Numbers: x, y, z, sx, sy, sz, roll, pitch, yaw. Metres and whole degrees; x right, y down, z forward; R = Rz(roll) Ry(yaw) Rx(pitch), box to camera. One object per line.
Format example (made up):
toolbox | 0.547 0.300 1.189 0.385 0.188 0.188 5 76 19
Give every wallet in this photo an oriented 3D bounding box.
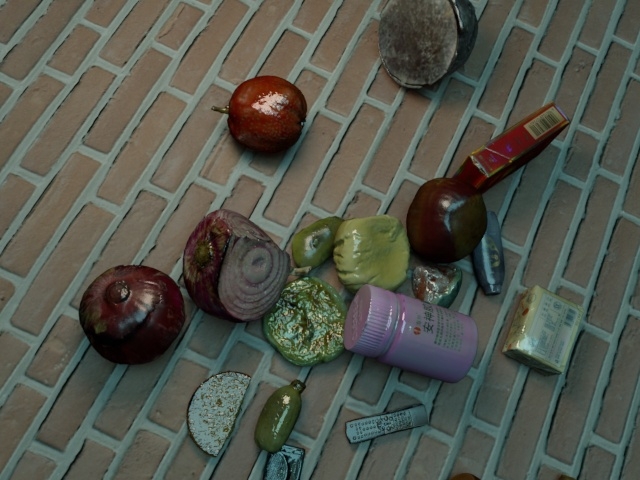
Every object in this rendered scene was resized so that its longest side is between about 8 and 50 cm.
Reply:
wallet | -0.089 0.550 1.450 0.089 0.026 0.129 13 70 -4

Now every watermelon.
watermelon | 0.297 0.123 1.628 0.139 0.071 0.187 41 71 11

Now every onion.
onion | -0.445 0.167 1.444 0.247 0.190 0.246 -3 59 5
onion | -0.224 0.060 1.498 0.231 0.272 0.256 20 67 41

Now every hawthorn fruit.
hawthorn fruit | -0.166 -0.341 1.649 0.254 0.205 0.204 13 70 2

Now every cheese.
cheese | 0.138 0.038 1.585 0.226 0.117 0.213 0 83 -32

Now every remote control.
remote control | 0.164 0.453 1.519 0.212 0.028 0.059 -10 77 -11

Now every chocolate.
chocolate | 0.340 -0.600 1.783 0.213 0.303 0.303 -20 74 -41

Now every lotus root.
lotus root | -0.096 0.412 1.460 0.090 0.077 0.182 13 67 42

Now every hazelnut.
hazelnut | 0.326 -0.049 1.624 0.230 0.229 0.229 2 71 -7

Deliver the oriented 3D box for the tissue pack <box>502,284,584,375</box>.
tissue pack | 0.584 0.239 1.614 0.148 0.092 0.196 27 69 1

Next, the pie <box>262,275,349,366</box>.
pie | -0.031 0.203 1.560 0.241 0.054 0.240 2 71 -6

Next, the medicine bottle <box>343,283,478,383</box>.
medicine bottle | 0.218 0.228 1.499 0.291 0.178 0.178 19 70 -11

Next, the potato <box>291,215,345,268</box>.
potato | 0.000 0.000 1.618 0.188 0.085 0.105 -35 85 -22

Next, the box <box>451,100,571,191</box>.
box | 0.519 -0.238 1.708 0.313 0.197 0.089 -32 79 -16

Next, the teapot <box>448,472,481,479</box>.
teapot | 0.348 0.624 1.453 0.173 0.116 0.116 -30 77 11

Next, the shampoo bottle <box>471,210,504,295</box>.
shampoo bottle | 0.458 0.034 1.686 0.087 0.049 0.233 0 72 -6

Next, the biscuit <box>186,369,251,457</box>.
biscuit | -0.255 0.403 1.477 0.126 0.025 0.206 23 69 0

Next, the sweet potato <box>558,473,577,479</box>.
sweet potato | 0.591 0.691 1.473 0.077 0.077 0.243 18 69 -2
